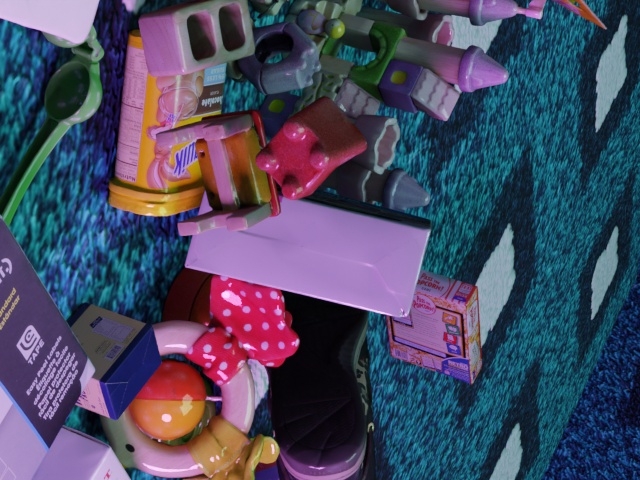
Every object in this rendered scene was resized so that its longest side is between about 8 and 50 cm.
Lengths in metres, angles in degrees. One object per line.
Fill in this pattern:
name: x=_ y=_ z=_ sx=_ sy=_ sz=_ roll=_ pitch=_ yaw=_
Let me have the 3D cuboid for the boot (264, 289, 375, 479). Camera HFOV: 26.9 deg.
boot: x=0.007 y=0.241 z=1.659 sx=0.377 sy=0.138 sz=0.284 roll=-98 pitch=-178 yaw=-56

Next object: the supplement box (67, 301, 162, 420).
supplement box: x=-0.215 y=0.117 z=1.303 sx=0.083 sy=0.083 sz=0.056 roll=-53 pitch=149 yaw=-38

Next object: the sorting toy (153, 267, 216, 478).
sorting toy: x=-0.115 y=0.206 z=1.531 sx=0.127 sy=0.126 sz=0.366 roll=-18 pitch=121 yaw=-62

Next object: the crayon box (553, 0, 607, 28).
crayon box: x=0.201 y=-0.376 z=1.576 sx=0.083 sy=0.323 sz=0.203 roll=-59 pitch=158 yaw=8

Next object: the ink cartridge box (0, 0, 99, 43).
ink cartridge box: x=-0.219 y=-0.335 z=0.931 sx=0.207 sy=0.119 sz=0.354 roll=12 pitch=95 yaw=-59

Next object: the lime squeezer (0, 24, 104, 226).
lime squeezer: x=-0.237 y=-0.159 z=1.135 sx=0.110 sy=0.059 sz=0.310 roll=-8 pitch=118 yaw=-29

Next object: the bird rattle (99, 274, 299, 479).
bird rattle: x=-0.126 y=0.159 z=1.393 sx=0.143 sy=0.206 sz=0.254 roll=-134 pitch=-134 yaw=-76

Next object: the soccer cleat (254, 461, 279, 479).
soccer cleat: x=-0.076 y=0.330 z=1.757 sx=0.318 sy=0.108 sz=0.116 roll=2 pitch=78 yaw=-60

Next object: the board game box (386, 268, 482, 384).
board game box: x=0.175 y=0.129 z=2.087 sx=0.045 sy=0.146 sz=0.193 roll=-55 pitch=151 yaw=-35

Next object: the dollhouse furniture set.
dollhouse furniture set: x=-0.045 y=-0.206 z=1.185 sx=0.152 sy=0.201 sz=0.374 roll=-30 pitch=112 yaw=-55

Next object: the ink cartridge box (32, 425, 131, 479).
ink cartridge box: x=-0.253 y=0.305 z=1.335 sx=0.160 sy=0.092 sz=0.219 roll=-60 pitch=154 yaw=-28

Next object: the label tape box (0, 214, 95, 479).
label tape box: x=-0.324 y=0.099 z=1.013 sx=0.249 sy=0.115 sz=0.348 roll=-62 pitch=156 yaw=-29

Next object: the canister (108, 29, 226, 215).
canister: x=-0.147 y=-0.120 z=1.312 sx=0.126 sy=0.073 sz=0.170 roll=-23 pitch=124 yaw=-61

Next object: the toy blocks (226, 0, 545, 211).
toy blocks: x=0.088 y=-0.208 z=1.533 sx=0.289 sy=0.260 sz=0.309 roll=-64 pitch=155 yaw=-19

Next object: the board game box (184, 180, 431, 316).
board game box: x=0.000 y=0.000 z=1.422 sx=0.303 sy=0.224 sz=0.098 roll=-25 pitch=129 yaw=-85
